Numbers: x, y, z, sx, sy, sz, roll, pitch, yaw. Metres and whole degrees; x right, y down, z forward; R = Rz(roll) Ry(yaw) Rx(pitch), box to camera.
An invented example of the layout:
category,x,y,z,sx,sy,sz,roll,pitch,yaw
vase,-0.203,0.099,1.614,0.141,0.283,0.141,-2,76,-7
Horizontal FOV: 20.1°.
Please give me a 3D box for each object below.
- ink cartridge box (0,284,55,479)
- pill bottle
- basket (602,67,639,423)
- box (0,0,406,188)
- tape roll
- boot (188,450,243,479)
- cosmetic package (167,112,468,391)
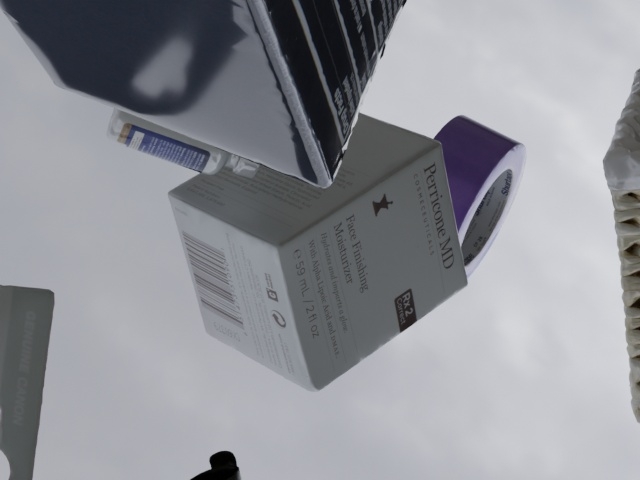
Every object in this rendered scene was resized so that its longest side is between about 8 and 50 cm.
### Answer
category,x,y,z,sx,sy,sz,roll,pitch,yaw
ink cartridge box,-0.416,0.171,1.496,0.385,0.308,0.091,6,175,5
pill bottle,-0.102,-0.091,1.413,0.120,0.067,0.067,19,-153,-10
basket,0.444,-0.008,1.659,0.328,0.266,0.331,0,-160,17
box,-0.036,-0.225,0.875,0.183,0.294,0.296,19,166,13
tape roll,0.156,-0.042,2.063,0.080,0.189,0.189,29,-158,17
boot,-0.090,0.252,1.305,0.198,0.077,0.137,-57,-45,-69
cosmetic package,0.000,0.000,1.514,0.184,0.151,0.151,-33,-143,-28
